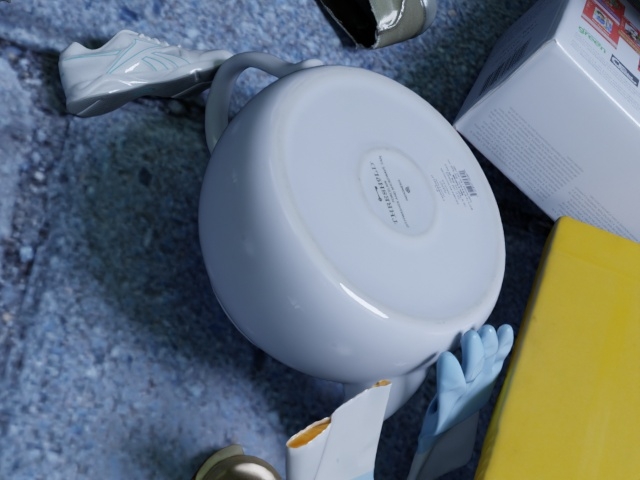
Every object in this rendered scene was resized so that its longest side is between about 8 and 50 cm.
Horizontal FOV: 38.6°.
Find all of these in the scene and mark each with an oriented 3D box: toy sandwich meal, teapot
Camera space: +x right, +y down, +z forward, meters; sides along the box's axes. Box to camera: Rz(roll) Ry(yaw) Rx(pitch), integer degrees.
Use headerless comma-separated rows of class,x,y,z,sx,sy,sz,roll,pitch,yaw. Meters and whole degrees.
toy sandwich meal,-0.064,0.202,0.699,0.085,0.029,0.085,7,74,-27
teapot,0.000,0.000,0.702,0.252,0.187,0.256,34,49,-19

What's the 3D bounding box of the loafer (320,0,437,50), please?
loafer,0.004,-0.278,0.841,0.251,0.094,0.087,47,57,-5

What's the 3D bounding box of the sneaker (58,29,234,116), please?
sneaker,-0.142,-0.148,0.758,0.152,0.054,0.061,-15,78,-27

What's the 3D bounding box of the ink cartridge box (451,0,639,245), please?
ink cartridge box,0.309,-0.103,0.886,0.309,0.130,0.272,42,40,-8

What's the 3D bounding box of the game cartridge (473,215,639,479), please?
game cartridge,0.277,0.141,0.685,0.285,0.052,0.323,22,47,9

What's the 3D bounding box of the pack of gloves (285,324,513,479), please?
pack of gloves,0.065,0.168,0.662,0.195,0.232,0.046,-27,55,-23

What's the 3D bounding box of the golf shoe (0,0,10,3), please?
golf shoe,-0.313,-0.304,0.692,0.273,0.120,0.105,49,60,-5
